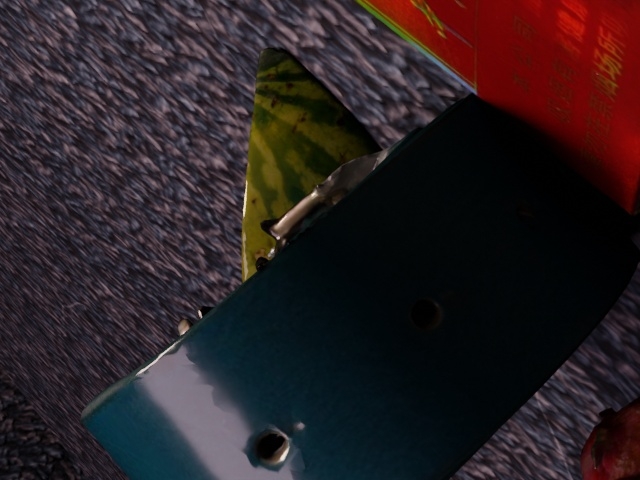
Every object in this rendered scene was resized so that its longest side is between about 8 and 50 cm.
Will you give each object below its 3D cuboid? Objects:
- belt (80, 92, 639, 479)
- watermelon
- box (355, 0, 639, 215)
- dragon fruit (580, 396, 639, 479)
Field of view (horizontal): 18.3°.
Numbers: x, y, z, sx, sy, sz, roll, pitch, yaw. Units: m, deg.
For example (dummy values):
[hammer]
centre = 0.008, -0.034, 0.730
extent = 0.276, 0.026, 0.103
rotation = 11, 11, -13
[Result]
[belt]
centre = 0.031, 0.053, 1.165
extent = 0.173, 0.300, 0.436
rotation = 50, -166, -4
[watermelon]
centre = 0.025, 0.007, 1.502
extent = 0.128, 0.159, 0.303
rotation = -1, 144, 13
[box]
centre = 0.075, -0.175, 1.013
extent = 0.313, 0.089, 0.197
rotation = 41, 161, 21
[dragon fruit]
centre = 0.246, 0.125, 1.240
extent = 0.153, 0.153, 0.111
rotation = 40, 117, 22
